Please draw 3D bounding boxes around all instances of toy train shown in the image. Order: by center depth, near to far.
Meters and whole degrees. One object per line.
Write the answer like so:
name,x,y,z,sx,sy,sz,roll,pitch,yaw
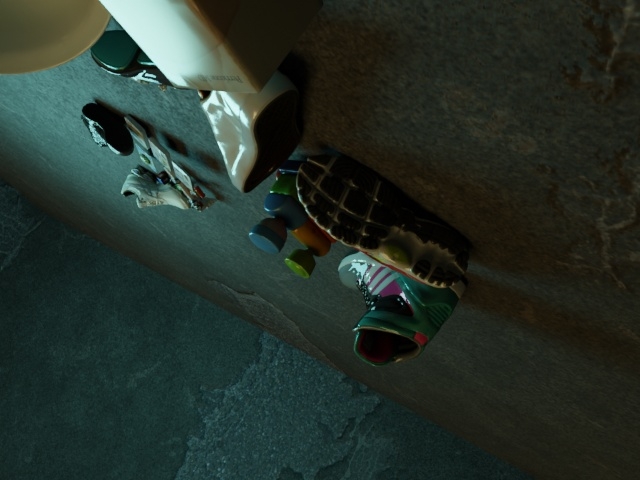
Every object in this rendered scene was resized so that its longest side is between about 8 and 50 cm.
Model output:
toy train,0.000,0.000,0.985,0.105,0.143,0.248,14,155,47

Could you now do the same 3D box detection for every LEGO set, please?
LEGO set,-0.307,-0.153,1.302,0.182,0.060,0.244,42,163,9

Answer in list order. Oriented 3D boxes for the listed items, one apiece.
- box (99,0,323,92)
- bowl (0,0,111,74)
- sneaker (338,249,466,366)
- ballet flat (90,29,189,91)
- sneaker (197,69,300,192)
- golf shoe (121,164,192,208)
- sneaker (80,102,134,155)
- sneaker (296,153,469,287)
box,-0.145,-0.276,0.517,0.148,0.121,0.311,15,156,42
bowl,-0.368,-0.325,0.654,0.297,0.134,0.298,-6,153,-3
sneaker,0.101,0.123,1.088,0.124,0.178,0.295,41,161,-28
ballet flat,-0.238,-0.242,0.864,0.203,0.074,0.074,18,158,33
sneaker,-0.097,-0.162,0.823,0.123,0.106,0.290,47,161,8
golf shoe,-0.388,-0.101,1.476,0.176,0.086,0.069,26,160,15
sneaker,-0.431,-0.216,1.267,0.170,0.051,0.089,45,158,13
sneaker,0.075,-0.014,0.894,0.279,0.107,0.118,35,168,-9
